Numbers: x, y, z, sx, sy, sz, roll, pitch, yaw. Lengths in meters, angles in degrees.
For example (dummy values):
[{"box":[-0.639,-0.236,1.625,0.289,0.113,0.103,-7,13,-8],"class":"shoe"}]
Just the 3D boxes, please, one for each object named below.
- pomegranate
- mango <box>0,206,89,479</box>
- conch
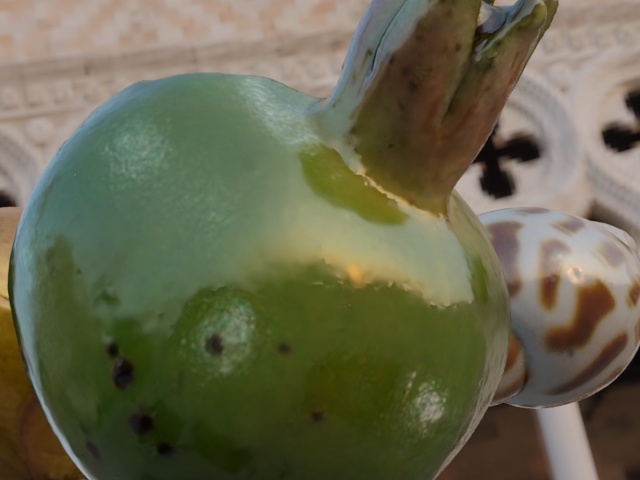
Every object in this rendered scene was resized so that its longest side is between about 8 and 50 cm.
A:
[{"box":[0.000,0.000,0.835,0.236,0.236,0.302,19,-59,-47],"class":"pomegranate"},{"box":[-0.143,0.063,1.019,0.252,0.154,0.126,22,-16,-33],"class":"mango"},{"box":[0.163,0.065,1.542,0.275,0.182,0.149,-24,6,-11],"class":"conch"}]
